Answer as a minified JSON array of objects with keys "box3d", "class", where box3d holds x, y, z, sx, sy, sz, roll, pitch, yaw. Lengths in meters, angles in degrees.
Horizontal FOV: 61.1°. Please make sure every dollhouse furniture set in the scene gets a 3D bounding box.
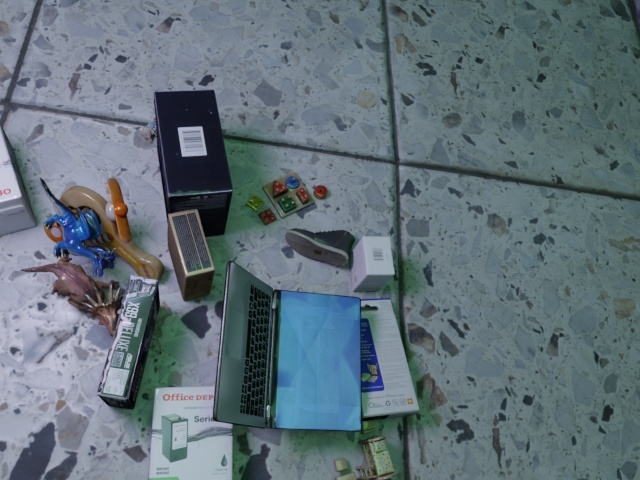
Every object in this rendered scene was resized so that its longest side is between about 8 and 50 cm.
[{"box3d":[0.107,0.593,1.537,0.161,0.101,0.182,-9,70,-19],"class":"dollhouse furniture set"}]

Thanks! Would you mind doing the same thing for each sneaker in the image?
[{"box3d":[0.000,0.000,1.787,0.222,0.083,0.118,23,43,4],"class":"sneaker"}]

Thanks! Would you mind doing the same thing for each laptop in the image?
[{"box3d":[-0.062,0.285,1.409,0.236,0.408,0.382,-7,66,19],"class":"laptop"}]

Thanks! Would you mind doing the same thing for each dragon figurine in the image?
[{"box3d":[-0.643,-0.037,1.444,0.144,0.085,0.289,-15,90,4],"class":"dragon figurine"}]

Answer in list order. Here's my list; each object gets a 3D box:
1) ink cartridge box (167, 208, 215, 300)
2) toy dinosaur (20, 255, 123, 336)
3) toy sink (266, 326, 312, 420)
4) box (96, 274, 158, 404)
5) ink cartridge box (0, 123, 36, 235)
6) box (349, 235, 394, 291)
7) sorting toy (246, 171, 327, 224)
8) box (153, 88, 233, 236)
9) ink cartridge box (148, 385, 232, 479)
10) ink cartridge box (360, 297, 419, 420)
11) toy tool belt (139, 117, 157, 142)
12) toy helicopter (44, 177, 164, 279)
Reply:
[{"box3d":[-0.377,0.046,1.566,0.088,0.235,0.193,-13,72,-20],"class":"ink cartridge box"},{"box3d":[-0.643,0.128,1.460,0.295,0.200,0.127,39,75,-23],"class":"toy dinosaur"},{"box3d":[-0.131,0.383,1.547,0.152,0.131,0.234,16,66,-8],"class":"toy sink"},{"box3d":[-0.498,0.275,1.432,0.076,0.242,0.307,12,64,-10],"class":"box"},{"box3d":[-0.954,-0.166,1.521,0.198,0.197,0.270,-18,73,-22],"class":"ink cartridge box"},{"box3d":[0.160,0.077,1.733,0.091,0.170,0.130,0,67,-13],"class":"box"},{"box3d":[-0.114,-0.159,1.830,0.274,0.046,0.132,-27,77,-23],"class":"sorting toy"},{"box3d":[-0.389,-0.221,1.634,0.179,0.312,0.343,-7,70,-18],"class":"box"},{"box3d":[-0.341,0.536,1.429,0.211,0.121,0.289,2,67,-15],"class":"ink cartridge box"},{"box3d":[0.169,0.354,1.658,0.175,0.069,0.371,-1,59,-16],"class":"ink cartridge box"},{"box3d":[-0.556,-0.367,1.804,0.083,0.052,0.051,-50,118,-24],"class":"toy tool belt"},{"box3d":[-0.588,-0.021,1.561,0.355,0.235,0.140,44,29,-13],"class":"toy helicopter"}]
